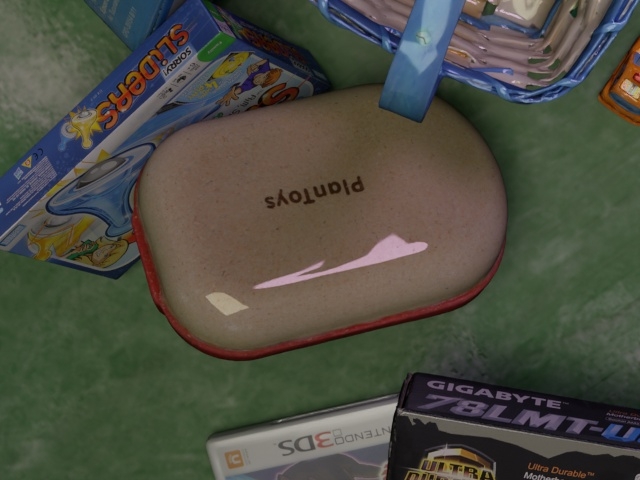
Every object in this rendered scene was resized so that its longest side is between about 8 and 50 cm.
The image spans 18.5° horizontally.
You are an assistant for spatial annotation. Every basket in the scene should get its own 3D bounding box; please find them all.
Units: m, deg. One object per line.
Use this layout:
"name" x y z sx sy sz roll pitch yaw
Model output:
"basket" 0.099 -0.204 1.072 0.201 0.289 0.254 24 105 6

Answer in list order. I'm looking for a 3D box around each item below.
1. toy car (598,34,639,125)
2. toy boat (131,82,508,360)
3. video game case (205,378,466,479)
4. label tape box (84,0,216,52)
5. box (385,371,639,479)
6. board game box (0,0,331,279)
"toy car" 0.221 -0.069 1.204 0.060 0.040 0.122 -38 91 17
"toy boat" 0.000 0.000 1.221 0.231 0.151 0.151 -13 70 -11
"video game case" 0.035 0.207 1.311 0.183 0.023 0.201 -14 98 15
"label tape box" -0.164 -0.296 1.133 0.333 0.240 0.106 46 65 3
"box" 0.174 0.246 1.207 0.296 0.073 0.293 8 108 6
"board game box" -0.105 -0.059 1.229 0.201 0.136 0.035 -41 63 17
